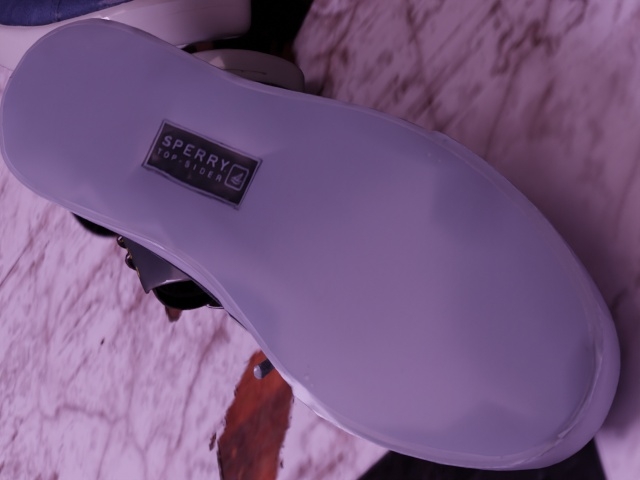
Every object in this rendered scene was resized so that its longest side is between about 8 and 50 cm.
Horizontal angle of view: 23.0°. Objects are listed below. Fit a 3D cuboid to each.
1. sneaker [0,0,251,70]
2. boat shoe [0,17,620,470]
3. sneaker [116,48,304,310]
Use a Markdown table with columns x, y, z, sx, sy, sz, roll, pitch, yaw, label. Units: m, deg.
| x | y | z | sx | sy | sz | roll | pitch | yaw | label |
| --- | --- | --- | --- | --- | --- | --- | --- | --- | --- |
| -0.146 | -0.187 | 0.895 | 0.350 | 0.131 | 0.148 | 27 | 125 | 59 | sneaker |
| -0.002 | 0.004 | 0.634 | 0.306 | 0.105 | 0.113 | 23 | 87 | 35 | boat shoe |
| -0.094 | -0.018 | 0.818 | 0.222 | 0.083 | 0.118 | -15 | 66 | 55 | sneaker |
